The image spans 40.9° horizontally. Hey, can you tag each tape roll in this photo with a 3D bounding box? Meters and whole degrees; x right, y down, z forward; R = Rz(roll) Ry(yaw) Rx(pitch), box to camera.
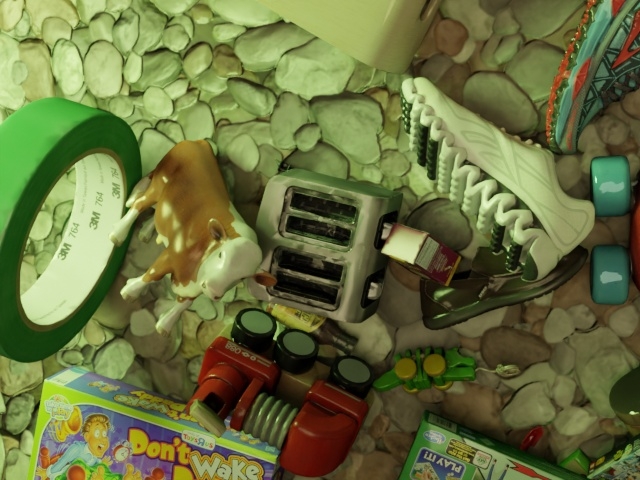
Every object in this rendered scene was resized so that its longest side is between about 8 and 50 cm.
[{"bbox_3d":[-0.332,-0.012,1.056,0.077,0.321,0.321,20,102,11],"label":"tape roll"}]

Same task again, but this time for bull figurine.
[{"bbox_3d":[-0.162,-0.002,1.059,0.188,0.310,0.101,-39,129,15],"label":"bull figurine"}]

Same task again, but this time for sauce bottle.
[{"bbox_3d":[-0.010,0.111,1.139,0.128,0.042,0.042,27,103,7],"label":"sauce bottle"}]

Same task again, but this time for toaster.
[{"bbox_3d":[0.000,0.000,1.083,0.186,0.110,0.167,15,100,10],"label":"toaster"}]

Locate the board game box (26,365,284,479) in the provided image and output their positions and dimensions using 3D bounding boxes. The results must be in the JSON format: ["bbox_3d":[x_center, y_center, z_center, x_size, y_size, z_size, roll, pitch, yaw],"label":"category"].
[{"bbox_3d":[-0.235,0.341,1.205,0.347,0.078,0.233,15,101,12],"label":"board game box"}]

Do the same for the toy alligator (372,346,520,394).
[{"bbox_3d":[0.158,0.158,1.100,0.190,0.056,0.051,-10,54,15],"label":"toy alligator"}]

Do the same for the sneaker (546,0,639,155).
[{"bbox_3d":[0.347,-0.209,0.976,0.125,0.104,0.261,24,103,8],"label":"sneaker"}]

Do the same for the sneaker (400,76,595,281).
[{"bbox_3d":[0.203,-0.090,1.024,0.118,0.110,0.292,-34,71,-9],"label":"sneaker"}]

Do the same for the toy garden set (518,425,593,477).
[{"bbox_3d":[0.245,0.354,1.103,0.204,0.049,0.244,46,105,4],"label":"toy garden set"}]

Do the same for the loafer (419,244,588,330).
[{"bbox_3d":[0.216,0.041,1.052,0.220,0.080,0.078,-23,92,16],"label":"loafer"}]

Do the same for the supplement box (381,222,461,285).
[{"bbox_3d":[0.123,0.018,1.035,0.055,0.083,0.043,21,83,44],"label":"supplement box"}]

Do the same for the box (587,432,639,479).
[{"bbox_3d":[0.398,0.272,1.021,0.094,0.027,0.137,30,138,-5],"label":"box"}]

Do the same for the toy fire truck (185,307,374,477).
[{"bbox_3d":[-0.064,0.206,1.037,0.217,0.246,0.158,26,125,9],"label":"toy fire truck"}]

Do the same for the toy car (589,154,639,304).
[{"bbox_3d":[0.409,-0.002,0.917,0.219,0.238,0.210,0,97,14],"label":"toy car"}]

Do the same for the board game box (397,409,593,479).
[{"bbox_3d":[0.238,0.370,1.060,0.318,0.046,0.213,21,101,8],"label":"board game box"}]

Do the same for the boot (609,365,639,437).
[{"bbox_3d":[0.503,0.161,1.001,0.305,0.112,0.115,-31,109,20],"label":"boot"}]

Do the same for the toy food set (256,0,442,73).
[{"bbox_3d":[0.019,-0.373,1.053,0.306,0.092,0.219,32,115,9],"label":"toy food set"}]
